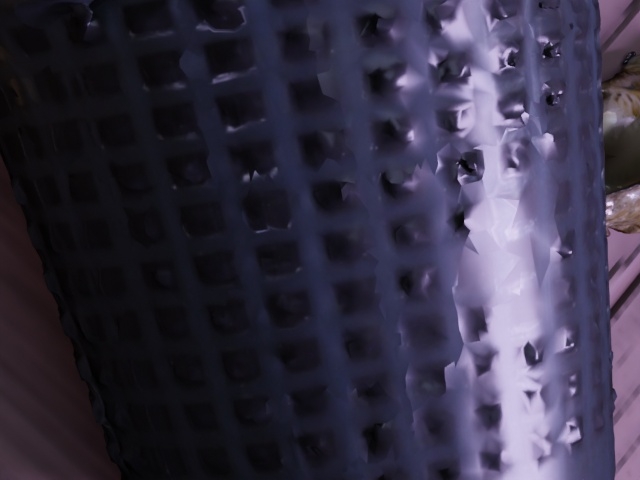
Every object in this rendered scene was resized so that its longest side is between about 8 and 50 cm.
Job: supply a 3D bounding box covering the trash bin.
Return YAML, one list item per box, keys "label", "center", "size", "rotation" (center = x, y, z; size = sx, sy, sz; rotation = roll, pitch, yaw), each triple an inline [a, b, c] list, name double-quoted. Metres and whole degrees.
- label: "trash bin"
  center: [0.000, 0.000, 0.492]
  size: [0.175, 0.175, 0.161]
  rotation: [-13, 97, -20]

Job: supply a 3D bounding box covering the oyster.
- label: "oyster"
  center: [0.081, -0.029, 0.591]
  size: [0.083, 0.038, 0.081]
  rotation: [6, 50, 10]
